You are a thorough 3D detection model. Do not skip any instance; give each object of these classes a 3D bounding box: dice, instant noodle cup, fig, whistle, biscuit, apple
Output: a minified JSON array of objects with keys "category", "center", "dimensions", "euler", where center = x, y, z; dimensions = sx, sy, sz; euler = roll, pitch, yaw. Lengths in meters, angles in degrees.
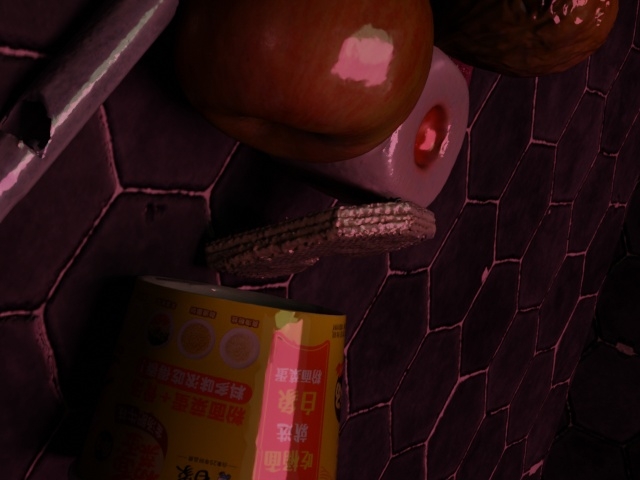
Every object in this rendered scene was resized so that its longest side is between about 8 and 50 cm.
[{"category":"dice","center":[0.057,-0.148,1.233],"dimensions":[0.194,0.191,0.193],"euler":[31,79,-61]},{"category":"instant noodle cup","center":[-0.102,0.167,1.093],"dimensions":[0.311,0.311,0.222],"euler":[9,91,-60]},{"category":"fig","center":[0.216,-0.308,1.378],"dimensions":[0.368,0.286,0.286],"euler":[-38,145,-4]},{"category":"whistle","center":[-0.218,-0.144,0.916],"dimensions":[0.312,0.062,0.062],"euler":[-56,148,-22]},{"category":"biscuit","center":[0.000,0.000,1.196],"dimensions":[0.147,0.250,0.046],"euler":[17,62,-62]},{"category":"apple","center":[-0.011,-0.212,1.027],"dimensions":[0.264,0.264,0.264],"euler":[-36,137,-43]}]

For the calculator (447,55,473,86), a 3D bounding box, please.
[{"category":"calculator","center":[0.189,-0.212,1.570],"dimensions":[0.126,0.034,0.191],"euler":[7,97,-59]}]
